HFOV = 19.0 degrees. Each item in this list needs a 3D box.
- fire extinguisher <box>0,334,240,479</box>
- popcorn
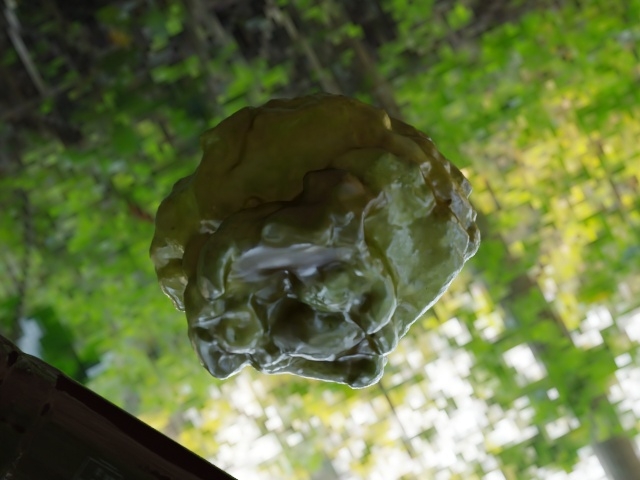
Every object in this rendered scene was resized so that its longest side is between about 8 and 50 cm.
[{"bbox_3d":[-0.072,0.185,1.010,0.135,0.337,0.114,-57,-173,15],"label":"fire extinguisher"},{"bbox_3d":[0.000,0.005,1.141,0.197,0.197,0.155,-27,-136,3],"label":"popcorn"}]
